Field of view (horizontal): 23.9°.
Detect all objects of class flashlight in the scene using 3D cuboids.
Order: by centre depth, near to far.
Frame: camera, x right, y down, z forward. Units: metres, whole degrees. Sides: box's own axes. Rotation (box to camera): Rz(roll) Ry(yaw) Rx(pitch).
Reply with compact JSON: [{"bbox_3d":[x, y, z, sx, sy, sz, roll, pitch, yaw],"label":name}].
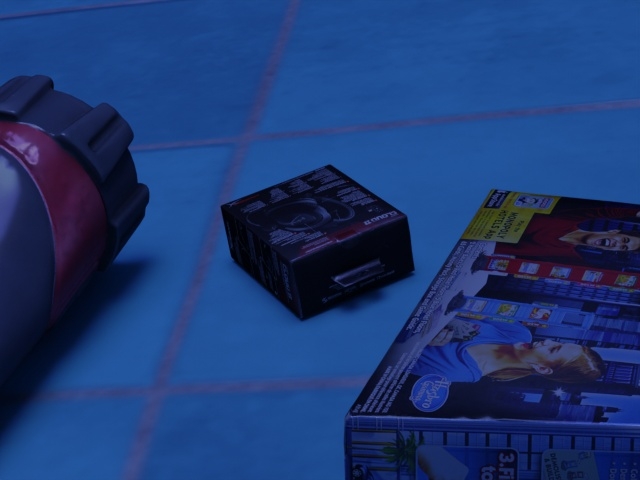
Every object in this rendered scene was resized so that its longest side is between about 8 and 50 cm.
[{"bbox_3d":[-0.174,0.037,0.620,0.103,0.103,0.304,3,30,20],"label":"flashlight"}]

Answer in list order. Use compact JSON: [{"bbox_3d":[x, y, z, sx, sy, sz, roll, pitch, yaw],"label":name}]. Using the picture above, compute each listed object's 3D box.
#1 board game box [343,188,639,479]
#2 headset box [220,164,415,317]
[{"bbox_3d":[0.130,0.052,0.532,0.194,0.060,0.194,8,27,19],"label":"board game box"},{"bbox_3d":[0.000,0.000,0.705,0.062,0.032,0.083,-23,32,-21],"label":"headset box"}]
